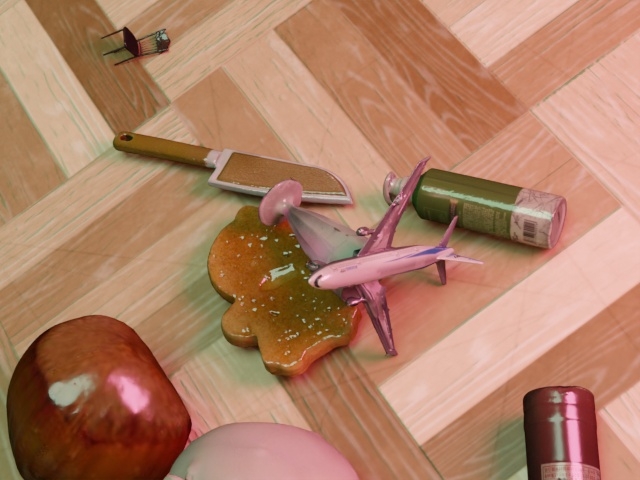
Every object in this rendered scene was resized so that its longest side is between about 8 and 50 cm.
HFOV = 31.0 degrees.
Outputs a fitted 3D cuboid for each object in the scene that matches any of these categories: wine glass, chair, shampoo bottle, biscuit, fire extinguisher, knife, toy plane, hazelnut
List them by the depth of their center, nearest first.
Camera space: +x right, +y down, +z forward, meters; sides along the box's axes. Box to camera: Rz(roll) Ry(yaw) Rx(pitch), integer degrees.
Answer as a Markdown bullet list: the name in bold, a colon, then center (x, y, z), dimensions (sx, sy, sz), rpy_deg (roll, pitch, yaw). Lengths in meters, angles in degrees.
- **fire extinguisher**: center (0.247, 0.257, 1.098), dimensions (0.099, 0.071, 0.231), rpy_deg (4, 63, -10)
- **toy plane**: center (0.068, 0.024, 1.194), dimensions (0.058, 0.226, 0.226), rpy_deg (31, 119, 49)
- **hazelnut**: center (-0.251, 0.187, 1.239), dimensions (0.210, 0.186, 0.210), rpy_deg (0, 68, 0)
- **shampoo bottle**: center (0.165, -0.040, 1.280), dimensions (0.204, 0.065, 0.065), rpy_deg (14, 69, 24)
- **wine glass**: center (0.000, 0.000, 1.282), dimensions (0.073, 0.073, 0.155), rpy_deg (-47, 57, -8)
- **biscuit**: center (-0.050, 0.051, 1.322), dimensions (0.166, 0.036, 0.225), rpy_deg (-33, 57, -8)
- **knife**: center (-0.113, -0.085, 1.418), dimensions (0.343, 0.027, 0.061), rpy_deg (12, 52, 22)
- **chair**: center (-0.250, -0.266, 1.553), dimensions (0.086, 0.042, 0.037), rpy_deg (-16, 64, 11)

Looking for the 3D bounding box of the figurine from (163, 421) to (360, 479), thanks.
- **figurine**: center (-0.088, 0.377, 1.113), dimensions (0.274, 0.226, 0.394), rpy_deg (-13, 68, 48)
